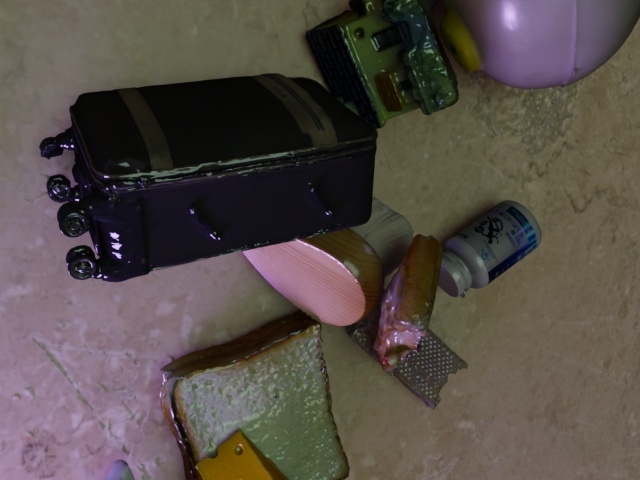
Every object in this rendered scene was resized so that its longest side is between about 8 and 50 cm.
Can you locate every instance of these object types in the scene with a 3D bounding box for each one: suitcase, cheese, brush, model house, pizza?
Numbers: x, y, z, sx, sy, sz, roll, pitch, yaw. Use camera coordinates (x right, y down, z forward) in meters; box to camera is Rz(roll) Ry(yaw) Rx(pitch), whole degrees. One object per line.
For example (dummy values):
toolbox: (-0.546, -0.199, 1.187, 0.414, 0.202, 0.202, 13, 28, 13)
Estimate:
suitcase: (-0.144, -0.107, 0.958, 0.433, 0.283, 0.194, -11, 124, -22)
cheese: (-0.104, 0.381, 1.063, 0.093, 0.126, 0.171, -37, 92, -1)
brush: (0.000, 0.000, 1.112, 0.266, 0.174, 0.166, 32, 50, 6)
model house: (0.084, -0.278, 1.086, 0.211, 0.170, 0.194, -19, 116, 19)
pizza: (0.129, 0.113, 1.086, 0.071, 0.297, 0.189, 13, 63, 6)

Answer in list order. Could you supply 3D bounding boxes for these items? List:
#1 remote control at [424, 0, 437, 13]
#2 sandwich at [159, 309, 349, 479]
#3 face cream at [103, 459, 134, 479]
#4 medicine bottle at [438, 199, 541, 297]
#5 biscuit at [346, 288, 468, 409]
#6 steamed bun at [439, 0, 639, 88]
remote control: (0.167, -0.443, 1.169, 0.098, 0.038, 0.234, 30, 87, -24)
sandwich: (-0.103, 0.297, 1.136, 0.271, 0.099, 0.301, -17, 107, -15)
face cream: (-0.267, 0.518, 1.076, 0.145, 0.145, 0.370, -27, 107, -17)
medicine bottle: (0.293, 0.017, 1.256, 0.191, 0.107, 0.107, -34, 110, -16)
biscuit: (0.154, 0.194, 1.251, 0.239, 0.062, 0.108, 43, 83, -22)
steamed bun: (0.340, -0.401, 1.076, 0.333, 0.374, 0.334, -1, 87, 11)
